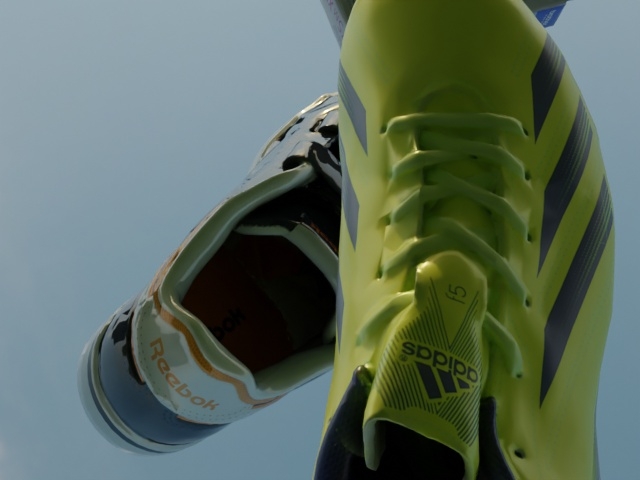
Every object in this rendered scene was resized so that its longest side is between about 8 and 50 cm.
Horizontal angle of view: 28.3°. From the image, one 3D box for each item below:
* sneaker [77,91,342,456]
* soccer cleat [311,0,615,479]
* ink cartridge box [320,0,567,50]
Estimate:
[{"bbox_3d":[0.000,0.000,0.755,0.126,0.127,0.321,48,-129,-9],"label":"sneaker"},{"bbox_3d":[0.043,0.029,0.396,0.093,0.121,0.289,-7,-107,19],"label":"soccer cleat"},{"bbox_3d":[0.149,-0.311,1.460,0.311,0.065,0.186,-17,-109,-13],"label":"ink cartridge box"}]
